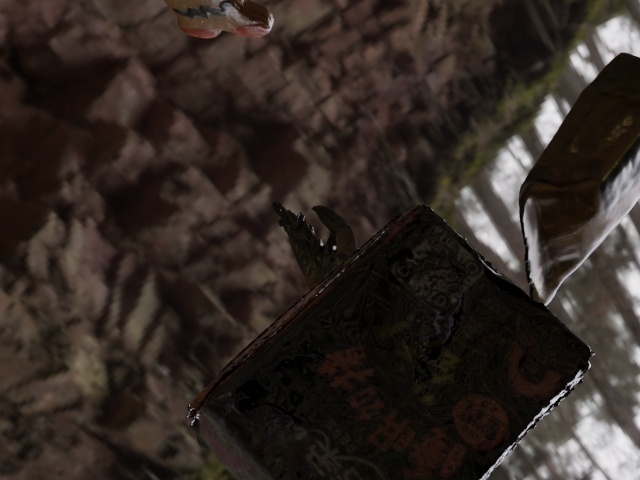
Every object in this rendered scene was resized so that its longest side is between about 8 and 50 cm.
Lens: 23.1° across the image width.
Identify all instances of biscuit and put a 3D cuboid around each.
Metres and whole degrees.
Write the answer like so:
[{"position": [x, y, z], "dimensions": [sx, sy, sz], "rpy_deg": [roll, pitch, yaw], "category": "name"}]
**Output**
[{"position": [-0.177, -0.321, 1.923], "dimensions": [0.165, 0.250, 0.036], "rpy_deg": [2, -118, 36], "category": "biscuit"}]

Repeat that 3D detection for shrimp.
[{"position": [0.000, 0.000, 1.720], "dimensions": [0.091, 0.034, 0.161], "rpy_deg": [-57, -133, 25], "category": "shrimp"}]

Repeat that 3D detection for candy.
[{"position": [0.268, -0.067, 1.565], "dimensions": [0.101, 0.143, 0.271], "rpy_deg": [15, -127, 38], "category": "candy"}]

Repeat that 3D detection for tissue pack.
[{"position": [0.064, 0.141, 1.451], "dimensions": [0.245, 0.123, 0.332], "rpy_deg": [44, -120, 8], "category": "tissue pack"}]
